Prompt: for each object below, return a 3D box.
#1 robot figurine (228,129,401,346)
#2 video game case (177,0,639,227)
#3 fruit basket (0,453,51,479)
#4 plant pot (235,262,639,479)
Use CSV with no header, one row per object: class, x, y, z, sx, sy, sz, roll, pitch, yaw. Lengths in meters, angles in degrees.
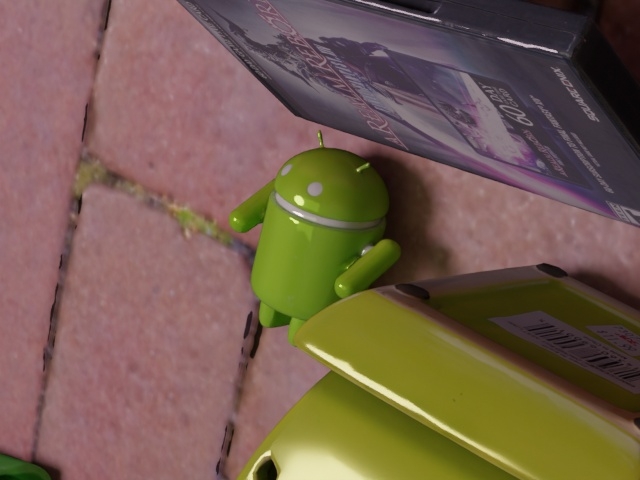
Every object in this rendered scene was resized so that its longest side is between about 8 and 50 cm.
robot figurine,0.000,0.000,1.064,0.101,0.067,0.115,33,118,38
video game case,0.048,-0.081,0.937,0.274,0.196,0.026,19,76,36
fruit basket,-0.312,0.329,1.251,0.392,0.283,0.392,7,99,54
plant pot,0.096,0.138,0.913,0.228,0.227,0.207,29,110,34
